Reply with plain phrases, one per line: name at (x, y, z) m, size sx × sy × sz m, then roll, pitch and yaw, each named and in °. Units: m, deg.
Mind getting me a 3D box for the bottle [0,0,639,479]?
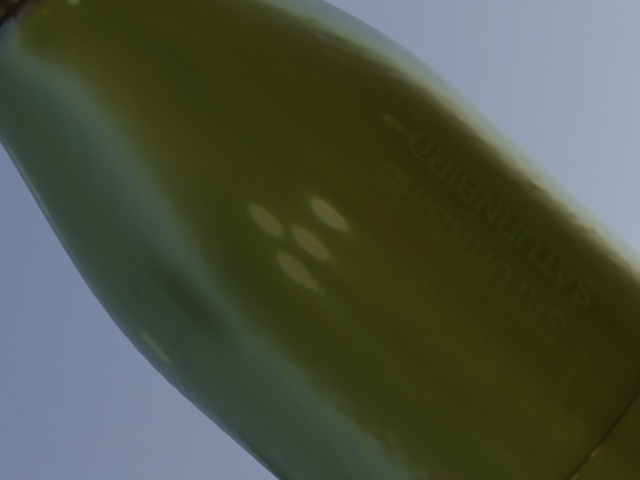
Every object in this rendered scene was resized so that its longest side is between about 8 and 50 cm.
bottle at (0.000, 0.000, 0.520) m, size 0.260 × 0.112 × 0.112 m, roll 42°, pitch -124°, yaw -4°
